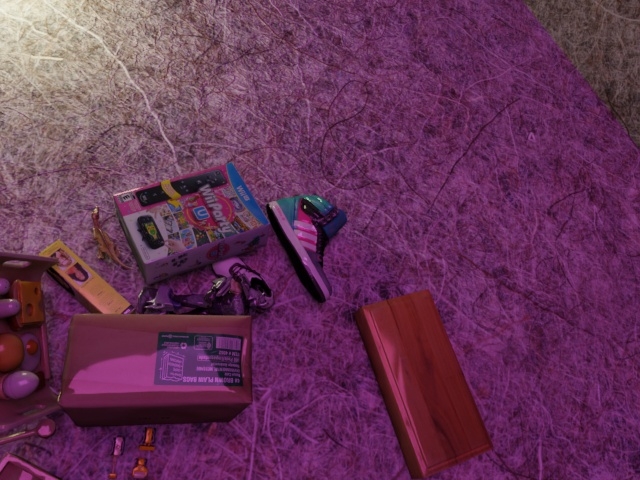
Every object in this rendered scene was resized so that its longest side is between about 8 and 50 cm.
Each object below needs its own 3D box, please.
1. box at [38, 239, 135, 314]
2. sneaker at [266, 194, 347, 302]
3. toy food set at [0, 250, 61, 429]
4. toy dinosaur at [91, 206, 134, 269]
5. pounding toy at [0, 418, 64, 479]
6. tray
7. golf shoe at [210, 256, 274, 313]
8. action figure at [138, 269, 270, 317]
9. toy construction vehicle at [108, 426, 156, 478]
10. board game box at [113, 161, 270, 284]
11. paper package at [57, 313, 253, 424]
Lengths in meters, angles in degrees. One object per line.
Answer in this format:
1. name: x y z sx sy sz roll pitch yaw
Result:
1. box: -0.512 0.106 1.179 0.232 0.087 0.058 40 58 4
2. sneaker: 0.000 0.000 1.376 0.178 0.124 0.296 -24 74 -16
3. toy food set: -0.551 0.179 1.012 0.092 0.220 0.307 -8 84 4
4. toy dinosaur: -0.489 0.014 1.223 0.053 0.093 0.183 -28 76 -26
5. pounding toy: -0.561 0.438 1.000 0.181 0.094 0.206 30 60 -3
6. tray: 0.248 0.340 1.318 0.202 0.076 0.411 -12 71 -22
7. golf shoe: -0.183 0.084 1.289 0.198 0.094 0.077 39 62 5
8. action figure: -0.253 0.154 1.201 0.284 0.186 0.099 -7 36 -5
9. toy construction vehicle: -0.387 0.435 1.097 0.085 0.035 0.098 11 65 -25
10. board game box: -0.307 -0.048 1.283 0.303 0.098 0.224 -20 59 -26
11. paper package: -0.313 0.260 1.040 0.324 0.309 0.168 5 65 -17
